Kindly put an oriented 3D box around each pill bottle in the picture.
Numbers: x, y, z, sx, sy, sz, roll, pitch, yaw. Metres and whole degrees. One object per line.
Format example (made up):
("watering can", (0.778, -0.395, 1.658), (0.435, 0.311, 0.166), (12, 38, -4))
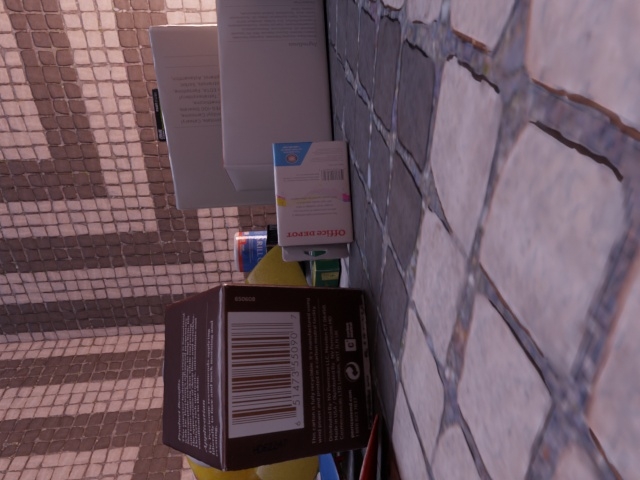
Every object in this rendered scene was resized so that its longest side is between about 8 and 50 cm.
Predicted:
("pill bottle", (-0.147, 0.031, 1.466), (0.124, 0.221, 0.124), (176, 90, -85))

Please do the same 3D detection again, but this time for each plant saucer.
("plant saucer", (-0.082, 0.223, 0.822), (0.333, 0.080, 0.333), (-119, 38, -45))

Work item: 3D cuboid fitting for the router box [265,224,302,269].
("router box", (-0.089, 0.134, 1.141), (0.243, 0.080, 0.309), (-116, 26, -77))

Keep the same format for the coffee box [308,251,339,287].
("coffee box", (0.000, 0.000, 0.799), (0.113, 0.040, 0.184), (94, 171, -57))

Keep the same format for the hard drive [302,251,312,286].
("hard drive", (-0.027, 0.081, 1.166), (0.308, 0.040, 0.203), (-99, 8, -50))

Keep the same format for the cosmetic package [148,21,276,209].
("cosmetic package", (-0.191, -0.318, 1.172), (0.329, 0.327, 0.394), (-104, 11, -65))

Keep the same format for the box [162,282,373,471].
("box", (-0.069, 0.145, 0.546), (0.203, 0.166, 0.169), (-21, 68, 55))

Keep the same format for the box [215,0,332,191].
("box", (-0.079, -0.273, 0.821), (0.215, 0.168, 0.346), (139, 128, -83))

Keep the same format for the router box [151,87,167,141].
("router box", (-0.373, -0.306, 1.165), (0.092, 0.038, 0.123), (-107, 14, -71))

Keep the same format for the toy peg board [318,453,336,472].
("toy peg board", (-0.001, 0.370, 0.956), (0.161, 0.079, 0.161), (-72, -15, -57))

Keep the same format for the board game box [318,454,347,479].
("board game box", (0.030, 0.338, 0.639), (0.133, 0.033, 0.169), (-148, 52, -73))

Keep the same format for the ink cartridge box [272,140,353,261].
("ink cartridge box", (-0.012, -0.046, 0.617), (0.090, 0.092, 0.143), (151, 116, -85))

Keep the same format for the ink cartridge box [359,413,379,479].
("ink cartridge box", (0.059, 0.371, 0.330), (0.385, 0.091, 0.308), (-61, -29, -67))

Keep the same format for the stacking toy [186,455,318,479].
("stacking toy", (-0.176, 0.437, 1.064), (0.480, 0.350, 0.351), (83, -178, -64))
